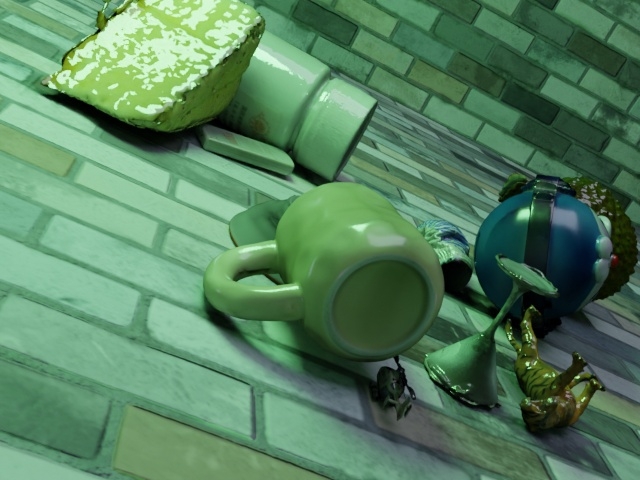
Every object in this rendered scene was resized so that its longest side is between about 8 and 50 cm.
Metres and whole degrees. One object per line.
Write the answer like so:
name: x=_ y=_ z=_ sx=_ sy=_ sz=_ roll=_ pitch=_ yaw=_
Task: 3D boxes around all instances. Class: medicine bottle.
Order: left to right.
medicine bottle: x=-0.087 y=-0.292 z=1.609 sx=0.372 sy=0.211 sz=0.211 roll=30 pitch=18 yaw=2

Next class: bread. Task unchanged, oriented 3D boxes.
bread: x=-0.274 y=-0.339 z=1.368 sx=0.248 sy=0.279 sz=0.315 roll=31 pitch=12 yaw=2

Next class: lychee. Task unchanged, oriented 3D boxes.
lychee: x=0.517 y=-0.005 z=1.675 sx=0.320 sy=0.269 sz=0.270 roll=17 pitch=16 yaw=10

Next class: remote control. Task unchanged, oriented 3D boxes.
remote control: x=-0.140 y=-0.171 z=1.492 sx=0.190 sy=0.029 sz=0.087 roll=15 pitch=23 yaw=-29

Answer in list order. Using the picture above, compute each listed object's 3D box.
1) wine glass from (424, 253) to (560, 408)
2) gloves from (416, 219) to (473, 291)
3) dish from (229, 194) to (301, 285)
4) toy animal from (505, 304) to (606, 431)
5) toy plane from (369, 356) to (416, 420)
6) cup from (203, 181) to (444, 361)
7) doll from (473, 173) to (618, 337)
wine glass: x=0.231 y=0.117 z=1.048 sx=0.122 sy=0.183 sz=0.122 roll=27 pitch=17 yaw=-9
gloves: x=0.230 y=0.016 z=1.478 sx=0.119 sy=0.097 sz=0.229 roll=55 pitch=3 yaw=-24
dish: x=0.000 y=0.000 z=1.168 sx=0.260 sy=0.085 sz=0.260 roll=27 pitch=18 yaw=-9
toy animal: x=0.321 y=0.192 z=1.157 sx=0.114 sy=0.116 sz=0.255 roll=49 pitch=7 yaw=-18
toy plane: x=0.083 y=0.169 z=0.903 sx=0.031 sy=0.049 sz=0.120 roll=25 pitch=19 yaw=-13
cup: x=0.005 y=0.024 z=0.935 sx=0.255 sy=0.173 sz=0.202 roll=16 pitch=17 yaw=-20
doll: x=0.401 y=0.026 z=1.415 sx=0.240 sy=0.284 sz=0.310 roll=6 pitch=5 yaw=17
